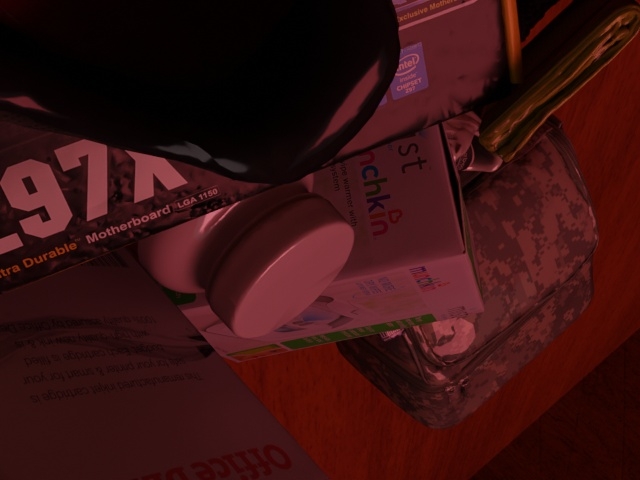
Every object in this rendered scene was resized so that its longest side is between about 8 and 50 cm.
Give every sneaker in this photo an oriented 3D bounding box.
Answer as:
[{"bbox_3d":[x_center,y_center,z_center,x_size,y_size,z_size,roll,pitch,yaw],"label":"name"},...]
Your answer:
[{"bbox_3d":[-0.153,-0.158,0.246,0.483,0.202,0.185,23,110,-34],"label":"sneaker"},{"bbox_3d":[0.085,-0.094,1.007,0.235,0.095,0.090,-15,144,-47],"label":"sneaker"}]

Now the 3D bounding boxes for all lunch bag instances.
[{"bbox_3d":[0.149,0.020,1.175,0.305,0.212,0.256,-37,141,-18],"label":"lunch bag"}]

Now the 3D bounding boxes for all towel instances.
[{"bbox_3d":[0.142,-0.110,0.633,0.102,0.021,0.237,-42,-175,20],"label":"towel"}]

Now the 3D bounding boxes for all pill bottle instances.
[{"bbox_3d":[-0.083,-0.047,0.647,0.121,0.216,0.121,-36,157,-18],"label":"pill bottle"}]

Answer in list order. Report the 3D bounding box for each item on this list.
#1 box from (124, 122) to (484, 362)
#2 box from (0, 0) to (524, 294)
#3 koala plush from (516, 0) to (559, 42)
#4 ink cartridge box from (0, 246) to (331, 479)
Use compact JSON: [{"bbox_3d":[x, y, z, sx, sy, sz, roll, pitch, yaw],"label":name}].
[{"bbox_3d":[0.000,0.000,0.828,0.231,0.127,0.262,-11,166,8],"label":"box"},{"bbox_3d":[-0.079,-0.132,0.476,0.322,0.079,0.257,-21,131,-8],"label":"box"},{"bbox_3d":[0.039,-0.181,0.680,0.221,0.196,0.203,-25,160,-46],"label":"koala plush"},{"bbox_3d":[-0.176,0.089,0.606,0.129,0.307,0.223,-54,155,18],"label":"ink cartridge box"}]
